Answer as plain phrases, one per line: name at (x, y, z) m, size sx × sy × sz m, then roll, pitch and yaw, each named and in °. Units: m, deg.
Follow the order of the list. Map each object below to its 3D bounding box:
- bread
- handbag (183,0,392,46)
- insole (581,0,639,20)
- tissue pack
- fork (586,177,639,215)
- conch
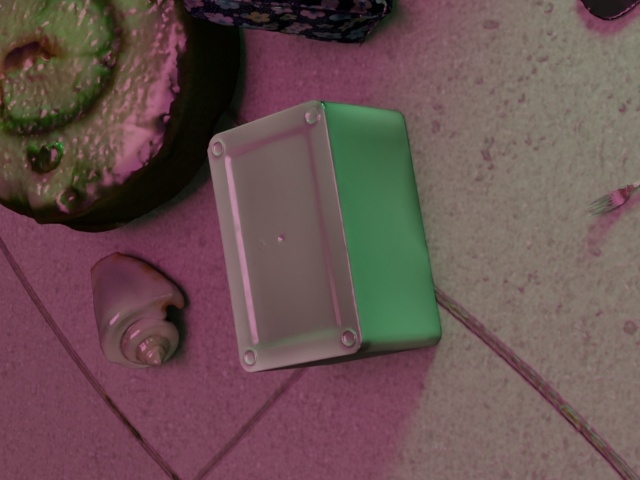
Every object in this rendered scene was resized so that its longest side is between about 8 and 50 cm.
bread at (-0.273, -0.207, 1.313) m, size 0.366 × 0.129 × 0.381 m, roll -15°, pitch 77°, yaw 28°
handbag at (-0.035, -0.311, 1.130) m, size 0.127 × 0.229 × 0.207 m, roll 153°, pitch 121°, yaw -75°
insole at (0.325, -0.284, 0.970) m, size 0.253 × 0.005 × 0.086 m, roll -37°, pitch 67°, yaw 30°
tissue pack at (0.001, 0.000, 1.130) m, size 0.159 × 0.136 × 0.246 m, roll -14°, pitch 82°, yaw 36°
fork at (0.286, -0.055, 0.995) m, size 0.115 × 0.012 × 0.016 m, roll -35°, pitch 73°, yaw 26°
conch at (-0.219, 0.082, 1.346) m, size 0.176 × 0.094 × 0.104 m, roll -114°, pitch 38°, yaw -49°
